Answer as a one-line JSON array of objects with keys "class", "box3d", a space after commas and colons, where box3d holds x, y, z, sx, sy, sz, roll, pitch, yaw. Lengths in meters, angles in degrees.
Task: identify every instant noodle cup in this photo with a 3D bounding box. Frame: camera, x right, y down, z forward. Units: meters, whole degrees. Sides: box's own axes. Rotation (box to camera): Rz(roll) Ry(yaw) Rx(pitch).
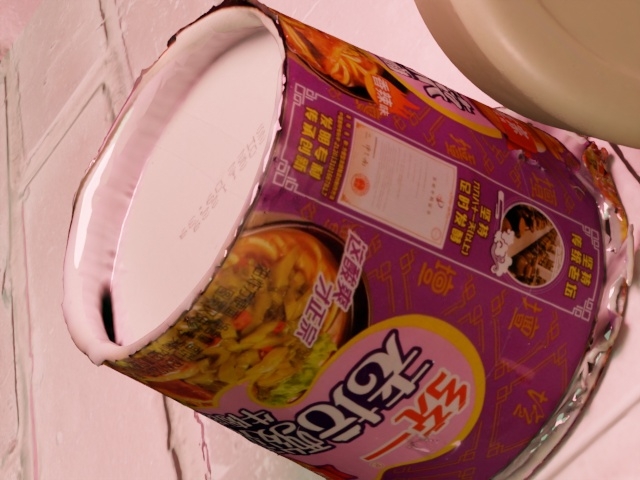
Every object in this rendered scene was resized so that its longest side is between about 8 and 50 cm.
[{"class": "instant noodle cup", "box3d": [0.000, 0.000, 0.755, 0.340, 0.266, 0.340, -32, 44, 37]}]

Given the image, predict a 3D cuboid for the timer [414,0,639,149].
[{"class": "timer", "box3d": [0.164, -0.194, 0.711, 0.291, 0.291, 0.315, -66, 10, -3]}]
